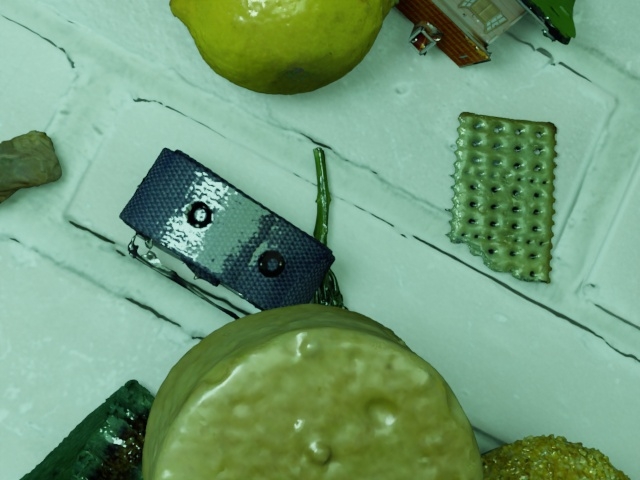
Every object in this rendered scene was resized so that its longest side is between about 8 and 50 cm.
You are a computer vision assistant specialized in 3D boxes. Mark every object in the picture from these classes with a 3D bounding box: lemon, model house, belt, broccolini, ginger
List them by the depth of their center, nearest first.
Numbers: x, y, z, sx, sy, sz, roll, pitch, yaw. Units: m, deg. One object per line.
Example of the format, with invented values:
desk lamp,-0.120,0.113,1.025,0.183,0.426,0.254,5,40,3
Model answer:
ginger,-0.401,-0.023,1.174,0.290,0.084,0.122,-42,90,-13
belt,-0.106,0.007,1.224,0.230,0.139,0.126,32,85,-11
lemon,-0.038,-0.258,1.227,0.256,0.188,0.188,-5,87,-6
broccolini,-0.001,0.000,1.300,0.044,0.042,0.218,-1,81,-41
model house,0.155,-0.330,1.324,0.294,0.154,0.207,41,35,-16

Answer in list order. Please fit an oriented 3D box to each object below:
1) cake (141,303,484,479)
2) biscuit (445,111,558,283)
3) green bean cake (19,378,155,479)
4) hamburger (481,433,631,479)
cake,-0.025,0.217,1.133,0.332,0.321,0.333,-1,95,-12
biscuit,0.224,-0.054,1.365,0.144,0.016,0.203,7,84,-13
green bean cake,-0.221,0.249,1.140,0.193,0.208,0.107,-43,100,-11
hamburger,0.252,0.367,1.260,0.275,0.179,0.294,-9,89,-13
